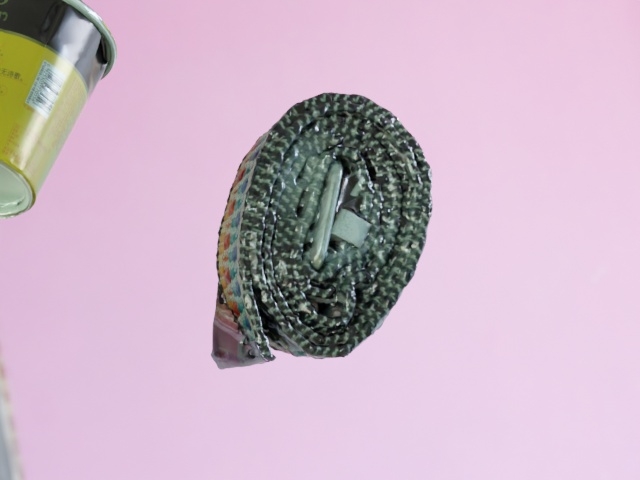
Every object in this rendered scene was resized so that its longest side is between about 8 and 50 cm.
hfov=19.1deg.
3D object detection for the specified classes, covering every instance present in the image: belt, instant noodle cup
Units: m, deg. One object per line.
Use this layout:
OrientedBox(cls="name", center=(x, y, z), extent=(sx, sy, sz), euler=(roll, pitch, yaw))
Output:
OrientedBox(cls="belt", center=(0.000, 0.000, 2.009), extent=(0.207, 0.295, 0.160), euler=(10, -10, -12))
OrientedBox(cls="instant noodle cup", center=(-0.368, -0.161, 2.216), extent=(0.215, 0.236, 0.215), euler=(11, -31, 7))
